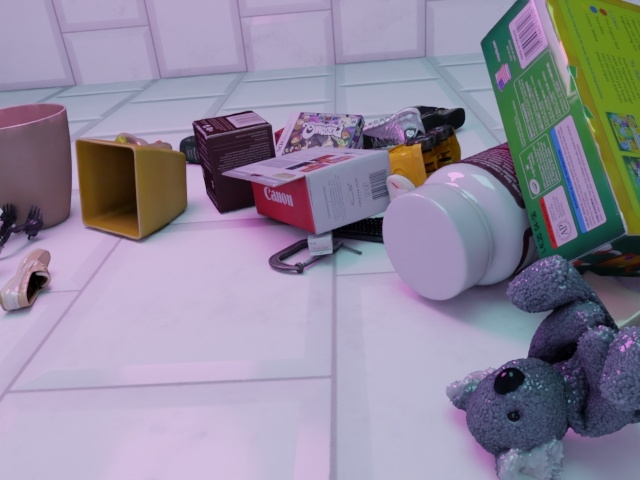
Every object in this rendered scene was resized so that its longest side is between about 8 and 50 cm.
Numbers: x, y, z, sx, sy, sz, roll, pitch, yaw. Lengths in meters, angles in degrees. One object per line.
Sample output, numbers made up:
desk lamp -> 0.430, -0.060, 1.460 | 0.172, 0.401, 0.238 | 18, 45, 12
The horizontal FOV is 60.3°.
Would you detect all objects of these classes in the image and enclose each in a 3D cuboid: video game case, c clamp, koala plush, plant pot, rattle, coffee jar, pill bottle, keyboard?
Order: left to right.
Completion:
plant pot -> -0.723, -0.173, 1.360 | 0.256, 0.274, 0.256 | -5, 27, 3
rattle -> -0.607, -0.268, 1.790 | 0.130, 0.143, 0.199 | 32, 16, 1
plant pot -> -0.444, -0.141, 1.346 | 0.212, 0.212, 0.187 | 12, 19, 30
coffee jar -> -0.340, -0.278, 1.706 | 0.184, 0.079, 0.096 | 11, 28, 30
c clamp -> -0.020, 0.028, 1.119 | 0.161, 0.022, 0.137 | -26, 34, -35
video game case -> -0.013, -0.270, 1.561 | 0.232, 0.042, 0.210 | 10, 65, 26
keyboard -> 0.110, -0.031, 1.211 | 0.180, 0.023, 0.108 | 8, 30, 22
pill bottle -> 0.317, -0.052, 0.996 | 0.392, 0.224, 0.224 | -23, 32, -31
koala plush -> 0.265, 0.176, 0.638 | 0.221, 0.203, 0.196 | -40, 40, 6
plant pot -> 0.390, 0.128, 0.774 | 0.096, 0.109, 0.109 | -31, 35, -18

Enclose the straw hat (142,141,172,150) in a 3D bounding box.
straw hat -> -0.498, -0.230, 1.657 | 0.144, 0.144, 0.061 | -24, 74, -32

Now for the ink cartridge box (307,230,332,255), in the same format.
ink cartridge box -> 0.000, 0.000, 1.119 | 0.048, 0.028, 0.083 | -7, 23, 4

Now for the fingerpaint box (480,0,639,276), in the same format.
fingerpaint box -> 0.498, -0.169, 0.900 | 0.371, 0.163, 0.445 | 2, 66, -22

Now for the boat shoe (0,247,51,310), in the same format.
boat shoe -> -0.565, 0.076, 1.089 | 0.059, 0.063, 0.170 | -2, 37, 2

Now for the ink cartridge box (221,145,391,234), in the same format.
ink cartridge box -> -0.036, -0.115, 1.226 | 0.272, 0.130, 0.309 | -19, 19, -24

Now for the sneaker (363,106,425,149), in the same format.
sneaker -> 0.206, -0.298, 1.648 | 0.229, 0.086, 0.132 | -26, 64, 17

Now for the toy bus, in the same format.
toy bus -> 0.231, -0.190, 1.391 | 0.211, 0.149, 0.220 | -4, 20, 39

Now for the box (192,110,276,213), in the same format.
box -> -0.213, -0.204, 1.405 | 0.167, 0.203, 0.168 | -16, 29, -18

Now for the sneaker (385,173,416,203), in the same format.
sneaker -> 0.169, -0.056, 1.118 | 0.075, 0.161, 0.057 | -33, 7, -32

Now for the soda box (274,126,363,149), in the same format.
soda box -> -0.006, -0.293, 1.669 | 0.263, 0.083, 0.092 | 9, 30, 26

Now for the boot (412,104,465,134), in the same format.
boot -> 0.333, -0.386, 1.797 | 0.236, 0.085, 0.178 | -23, 28, -31

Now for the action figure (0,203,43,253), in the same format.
action figure -> -0.746, -0.005, 1.191 | 0.164, 0.141, 0.275 | 13, 29, 9
